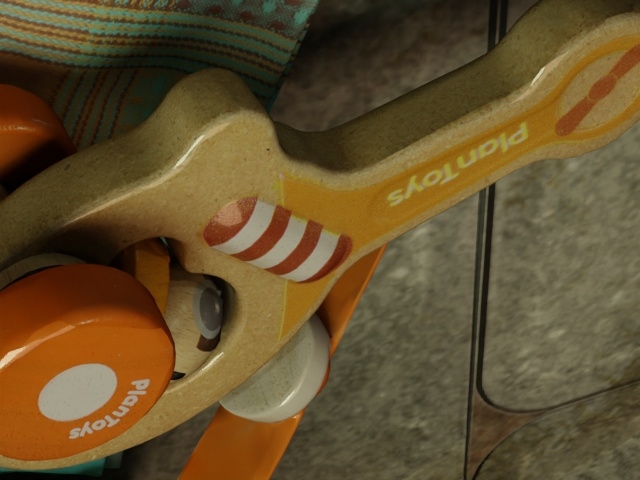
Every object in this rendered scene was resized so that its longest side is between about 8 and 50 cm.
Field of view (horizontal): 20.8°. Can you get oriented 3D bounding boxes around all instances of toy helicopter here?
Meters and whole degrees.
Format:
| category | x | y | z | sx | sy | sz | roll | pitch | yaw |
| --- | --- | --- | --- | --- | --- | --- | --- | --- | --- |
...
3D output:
| category | x | y | z | sx | sy | sz | roll | pitch | yaw |
| --- | --- | --- | --- | --- | --- | --- | --- | --- | --- |
| toy helicopter | 0.000 | 0.000 | 0.764 | 0.355 | 0.140 | 0.235 | -28 | 142 | -6 |

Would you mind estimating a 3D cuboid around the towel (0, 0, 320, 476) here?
| category | x | y | z | sx | sy | sz | roll | pitch | yaw |
| --- | --- | --- | --- | --- | --- | --- | --- | --- | --- |
| towel | -0.166 | -0.009 | 0.788 | 0.271 | 0.040 | 0.370 | 1 | 135 | -31 |
